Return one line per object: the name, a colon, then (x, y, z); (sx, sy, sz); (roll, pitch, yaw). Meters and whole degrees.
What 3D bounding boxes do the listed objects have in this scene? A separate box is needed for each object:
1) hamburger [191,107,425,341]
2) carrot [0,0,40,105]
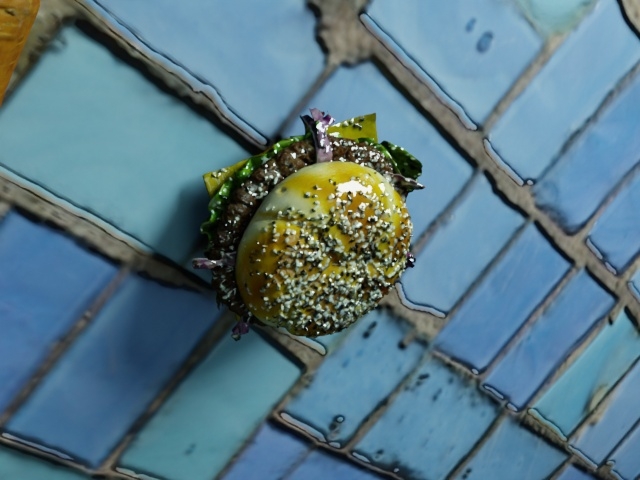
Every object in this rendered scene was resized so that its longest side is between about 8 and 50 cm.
hamburger: (0.002, -0.003, 0.739); (0.189, 0.093, 0.164); (-36, 133, -14)
carrot: (-0.211, -0.064, 0.578); (0.061, 0.061, 0.256); (1, 127, -37)
